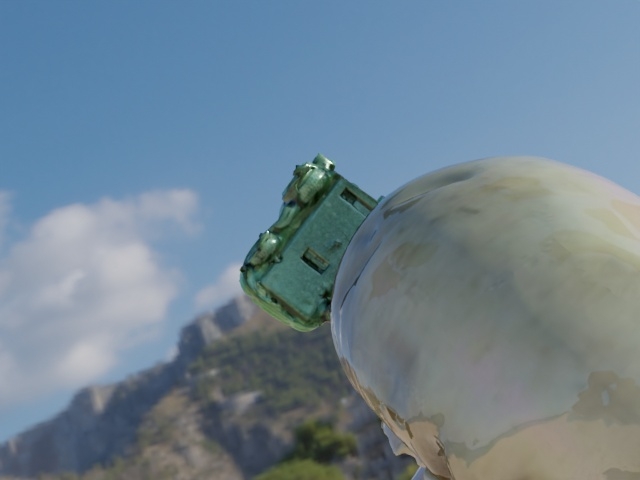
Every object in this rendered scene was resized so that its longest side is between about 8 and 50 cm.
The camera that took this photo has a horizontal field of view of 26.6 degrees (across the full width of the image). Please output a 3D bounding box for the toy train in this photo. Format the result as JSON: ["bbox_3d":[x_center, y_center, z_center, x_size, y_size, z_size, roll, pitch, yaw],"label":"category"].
[{"bbox_3d":[0.000,0.000,1.055,0.149,0.099,0.081,-57,4,-20],"label":"toy train"}]

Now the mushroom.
[{"bbox_3d":[0.162,0.126,0.814,0.325,0.353,0.353,-4,-20,-37],"label":"mushroom"}]
